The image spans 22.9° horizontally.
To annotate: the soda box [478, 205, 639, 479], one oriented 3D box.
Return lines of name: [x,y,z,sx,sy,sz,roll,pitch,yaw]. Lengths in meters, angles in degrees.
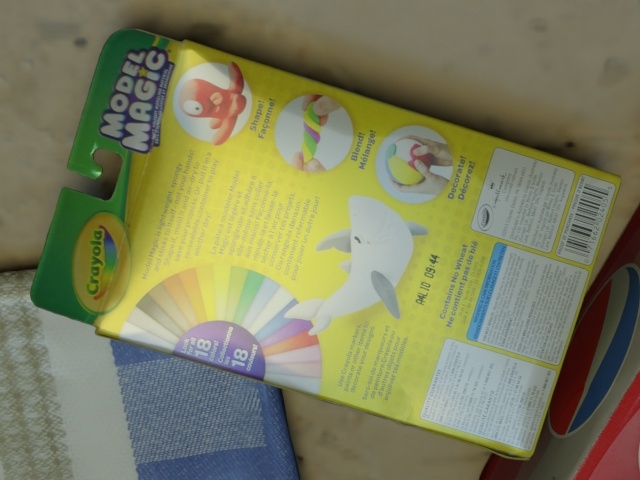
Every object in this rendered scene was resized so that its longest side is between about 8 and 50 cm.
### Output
soda box: [0.149,0.017,0.529,0.083,0.092,0.263,24,110,-7]

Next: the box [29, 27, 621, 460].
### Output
box: [0.000,0.000,0.540,0.179,0.043,0.105,17,93,-7]

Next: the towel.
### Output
towel: [-0.145,0.114,0.608,0.285,0.034,0.209,-9,109,3]
